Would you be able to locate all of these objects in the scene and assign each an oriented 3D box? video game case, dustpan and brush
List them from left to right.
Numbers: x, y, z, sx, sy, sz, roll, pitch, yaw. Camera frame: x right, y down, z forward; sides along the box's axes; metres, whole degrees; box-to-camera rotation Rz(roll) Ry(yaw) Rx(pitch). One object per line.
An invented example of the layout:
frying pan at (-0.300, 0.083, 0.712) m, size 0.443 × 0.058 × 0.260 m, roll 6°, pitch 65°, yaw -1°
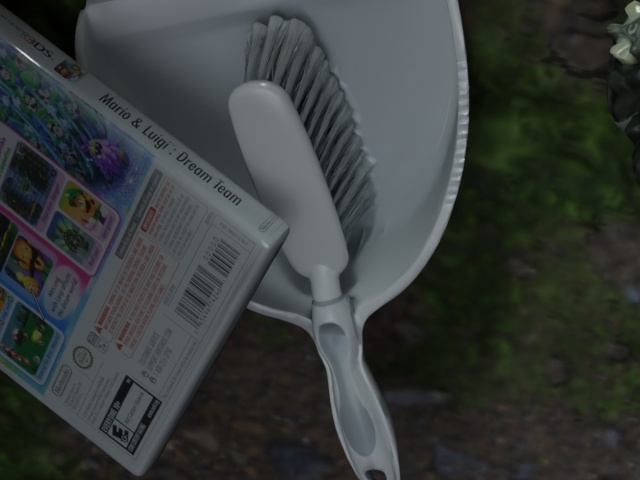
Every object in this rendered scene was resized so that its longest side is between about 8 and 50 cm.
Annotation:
video game case at (-0.098, 0.004, 0.681) m, size 0.143 × 0.019 × 0.157 m, roll 37°, pitch 135°, yaw 7°
dustpan and brush at (0.000, 0.000, 0.660) m, size 0.147 × 0.060 × 0.211 m, roll -9°, pitch 121°, yaw 20°

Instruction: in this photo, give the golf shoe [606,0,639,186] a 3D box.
golf shoe at (0.214, -0.092, 0.536) m, size 0.120 × 0.105 × 0.273 m, roll 28°, pitch 133°, yaw -28°
